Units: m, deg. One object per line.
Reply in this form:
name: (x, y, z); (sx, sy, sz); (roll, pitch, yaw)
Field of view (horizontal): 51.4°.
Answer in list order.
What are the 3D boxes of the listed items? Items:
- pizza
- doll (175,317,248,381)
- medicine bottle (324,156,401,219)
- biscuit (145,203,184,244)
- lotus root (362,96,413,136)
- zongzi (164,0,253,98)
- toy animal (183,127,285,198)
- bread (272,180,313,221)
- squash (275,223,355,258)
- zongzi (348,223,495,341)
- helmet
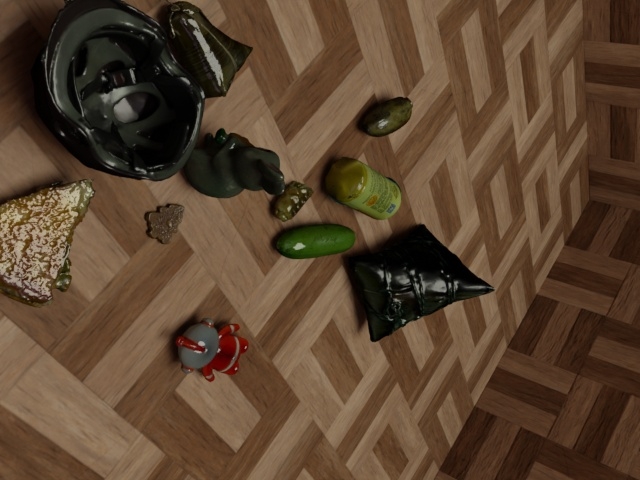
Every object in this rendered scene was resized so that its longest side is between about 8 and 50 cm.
pizza: (-0.457, -0.008, 1.058); (0.147, 0.069, 0.226); (16, 89, -33)
doll: (-0.242, 0.237, 1.447); (0.245, 0.076, 0.142); (32, 78, -58)
medicine bottle: (0.108, -0.133, 1.708); (0.239, 0.124, 0.124); (19, 90, -54)
biscuit: (-0.300, -0.039, 1.290); (0.092, 0.016, 0.082); (-52, 135, -27)
lotus root: (0.178, -0.320, 1.738); (0.179, 0.089, 0.080); (-38, 103, -29)
zongzi: (-0.200, -0.384, 1.224); (0.184, 0.084, 0.187); (-61, 142, -38)
toy animal: (-0.143, -0.134, 1.255); (0.125, 0.251, 0.127); (-62, 144, -18)
bread: (-0.068, -0.092, 1.542); (0.110, 0.060, 0.066); (-52, 170, -24)
squash: (0.001, 0.000, 1.654); (0.293, 0.082, 0.082); (-7, 111, -52)
zongzi: (0.262, 0.077, 1.978); (0.384, 0.362, 0.318); (-14, 126, -6)
helmet: (-0.333, -0.226, 1.026); (0.305, 0.177, 0.224); (52, 56, -39)
